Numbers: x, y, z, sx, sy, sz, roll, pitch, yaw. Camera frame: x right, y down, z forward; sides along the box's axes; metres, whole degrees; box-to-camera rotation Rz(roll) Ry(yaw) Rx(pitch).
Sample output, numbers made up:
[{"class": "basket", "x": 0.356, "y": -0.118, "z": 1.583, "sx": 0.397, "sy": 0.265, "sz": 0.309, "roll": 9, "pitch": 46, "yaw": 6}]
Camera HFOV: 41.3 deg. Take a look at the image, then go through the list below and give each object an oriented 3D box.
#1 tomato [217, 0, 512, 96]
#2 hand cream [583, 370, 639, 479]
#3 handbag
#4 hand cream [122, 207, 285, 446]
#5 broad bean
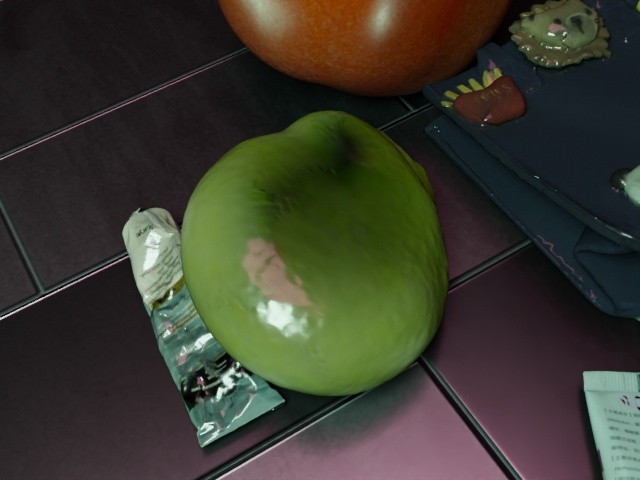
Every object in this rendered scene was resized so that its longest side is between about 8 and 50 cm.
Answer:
[{"class": "tomato", "x": 0.036, "y": -0.302, "z": 0.888, "sx": 0.341, "sy": 0.272, "sz": 0.341, "roll": 6, "pitch": 27, "yaw": -3}, {"class": "hand cream", "x": 0.242, "y": 0.235, "z": 0.594, "sx": 0.085, "sy": 0.058, "sz": 0.331, "roll": 0, "pitch": 53, "yaw": 10}, {"class": "handbag", "x": 0.300, "y": -0.119, "z": 0.820, "sx": 0.303, "sy": 0.122, "sz": 0.329, "roll": -28, "pitch": 55, "yaw": -15}, {"class": "hand cream", "x": -0.119, "y": 0.065, "z": 0.768, "sx": 0.075, "sy": 0.052, "sz": 0.248, "roll": -36, "pitch": 62, "yaw": 7}, {"class": "broad bean", "x": 0.000, "y": 0.000, "z": 0.741, "sx": 0.238, "sy": 0.119, "sz": 0.291, "roll": 17, "pitch": 50, "yaw": -10}]
